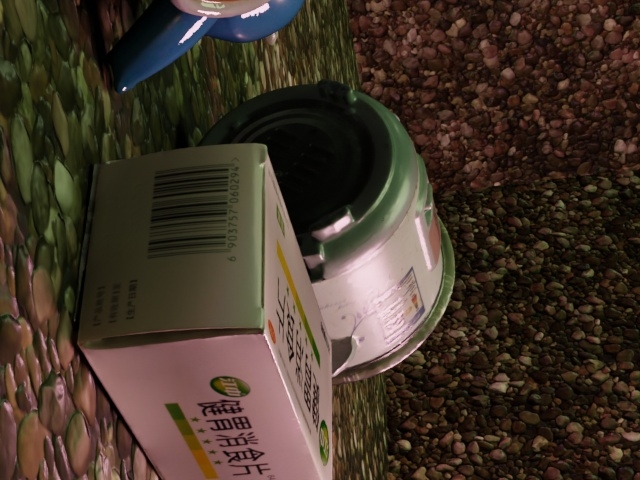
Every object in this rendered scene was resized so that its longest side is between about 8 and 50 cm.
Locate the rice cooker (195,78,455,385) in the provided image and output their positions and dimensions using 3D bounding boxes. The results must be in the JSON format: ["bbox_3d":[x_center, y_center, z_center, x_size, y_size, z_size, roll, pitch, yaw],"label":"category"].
[{"bbox_3d":[0.000,0.000,1.301,0.316,0.264,0.317,-9,90,-80],"label":"rice cooker"}]

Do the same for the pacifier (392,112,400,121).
[{"bbox_3d":[-0.023,-0.096,1.637,0.233,0.244,0.299,54,-17,18],"label":"pacifier"}]

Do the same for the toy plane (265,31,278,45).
[{"bbox_3d":[-0.081,-0.332,1.855,0.080,0.033,0.083,-86,174,-59],"label":"toy plane"}]

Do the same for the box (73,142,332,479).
[{"bbox_3d":[-0.082,0.090,1.036,0.333,0.145,0.173,74,14,-54],"label":"box"}]

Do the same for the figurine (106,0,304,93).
[{"bbox_3d":[-0.103,-0.293,0.981,0.416,0.243,0.298,126,-41,-73],"label":"figurine"}]
